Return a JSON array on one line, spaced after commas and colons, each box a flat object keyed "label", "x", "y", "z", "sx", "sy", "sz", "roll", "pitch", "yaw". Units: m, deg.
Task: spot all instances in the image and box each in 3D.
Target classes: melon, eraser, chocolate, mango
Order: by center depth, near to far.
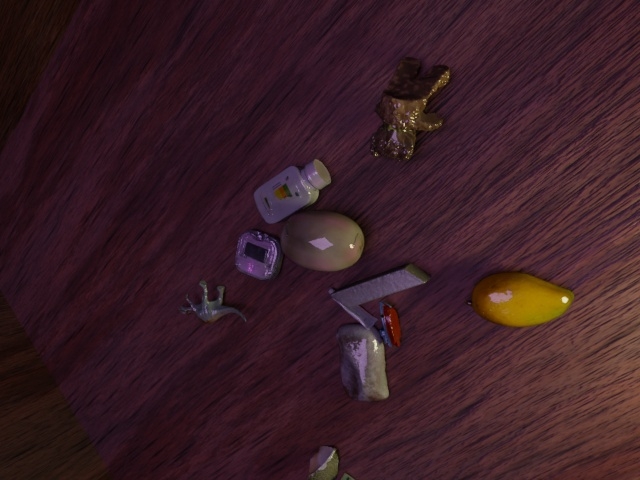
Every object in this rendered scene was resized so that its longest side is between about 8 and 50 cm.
[{"label": "mango", "x": 0.620, "y": 0.185, "z": 1.370, "sx": 0.317, "sy": 0.119, "sz": 0.176, "roll": 1, "pitch": 96, "yaw": 17}, {"label": "eraser", "x": 0.212, "y": 0.162, "z": 1.558, "sx": 0.352, "sy": 0.111, "sz": 0.077, "roll": -23, "pitch": 90, "yaw": 26}, {"label": "melon", "x": 0.000, "y": 0.000, "z": 1.573, "sx": 0.317, "sy": 0.223, "sz": 0.223, "roll": 10, "pitch": 102, "yaw": 24}, {"label": "chocolate", "x": 0.149, "y": 0.469, "z": 1.645, "sx": 0.185, "sy": 0.100, "sz": 0.303, "roll": -6, "pitch": 92, "yaw": 29}, {"label": "melon", "x": -0.003, "y": 0.938, "z": 1.778, "sx": 0.093, "sy": 0.139, "sz": 0.202, "roll": 20, "pitch": 110, "yaw": 45}]

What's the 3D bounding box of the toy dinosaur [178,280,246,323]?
[{"label": "toy dinosaur", "x": -0.466, "y": 0.286, "z": 1.910, "sx": 0.393, "sy": 0.092, "sz": 0.205, "roll": 15, "pitch": 104, "yaw": 22}]

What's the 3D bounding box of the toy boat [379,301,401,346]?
[{"label": "toy boat", "x": 0.247, "y": 0.304, "z": 1.585, "sx": 0.059, "sy": 0.069, "sz": 0.173, "roll": -7, "pitch": 101, "yaw": 39}]

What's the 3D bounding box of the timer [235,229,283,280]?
[{"label": "timer", "x": -0.256, "y": 0.061, "z": 1.791, "sx": 0.208, "sy": 0.069, "sz": 0.191, "roll": 18, "pitch": 102, "yaw": 24}]

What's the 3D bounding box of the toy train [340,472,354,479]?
[{"label": "toy train", "x": 0.074, "y": 1.066, "z": 1.788, "sx": 0.052, "sy": 0.051, "sz": 0.234, "roll": 26, "pitch": 111, "yaw": 20}]

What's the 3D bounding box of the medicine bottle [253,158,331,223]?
[{"label": "medicine bottle", "x": -0.107, "y": -0.189, "z": 1.660, "sx": 0.296, "sy": 0.111, "sz": 0.161, "roll": -28, "pitch": 85, "yaw": 25}]

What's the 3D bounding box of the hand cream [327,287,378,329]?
[{"label": "hand cream", "x": 0.117, "y": 0.251, "z": 1.654, "sx": 0.216, "sy": 0.038, "sz": 0.052, "roll": 38, "pitch": 90, "yaw": 17}]

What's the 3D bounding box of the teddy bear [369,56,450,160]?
[{"label": "teddy bear", "x": 0.292, "y": -0.422, "z": 1.428, "sx": 0.246, "sy": 0.222, "sz": 0.296, "roll": 26, "pitch": 64, "yaw": 26}]
